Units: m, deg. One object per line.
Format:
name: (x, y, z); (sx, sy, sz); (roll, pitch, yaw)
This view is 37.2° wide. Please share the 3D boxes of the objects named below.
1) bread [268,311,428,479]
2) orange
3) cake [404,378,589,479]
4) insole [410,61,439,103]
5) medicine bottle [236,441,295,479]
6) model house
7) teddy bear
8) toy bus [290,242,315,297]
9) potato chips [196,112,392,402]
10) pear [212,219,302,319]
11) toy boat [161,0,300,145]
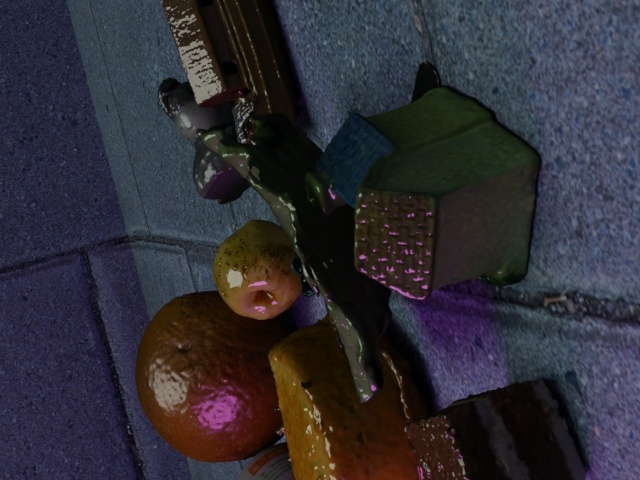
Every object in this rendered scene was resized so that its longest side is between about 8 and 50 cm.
bread: (0.051, 0.263, 1.352); (0.179, 0.195, 0.339); (153, 105, -71)
orange: (-0.189, 0.262, 1.818); (0.322, 0.322, 0.357); (61, 176, 31)
cake: (0.191, 0.230, 1.028); (0.134, 0.147, 0.135); (136, 116, -69)
insole: (0.119, -0.134, 1.150); (0.064, 0.004, 0.188); (57, 154, 36)
medicine bottle: (0.003, 0.500, 1.623); (0.388, 0.219, 0.219); (-163, 59, -67)
model house: (0.094, -0.041, 1.024); (0.214, 0.189, 0.195); (49, 147, 45)
teddy bear: (-0.178, -0.207, 1.711); (0.171, 0.144, 0.250); (-26, 81, 49)
toy bus: (0.000, 0.000, 1.440); (0.079, 0.092, 0.160); (146, 113, -71)
potato chips: (-0.003, 0.010, 1.178); (0.389, 0.097, 0.373); (61, -165, -2)
pear: (-0.107, 0.048, 1.685); (0.178, 0.178, 0.178); (164, 90, -70)
toy boat: (-0.158, -0.336, 1.504); (0.136, 0.162, 0.445); (152, 101, -72)
